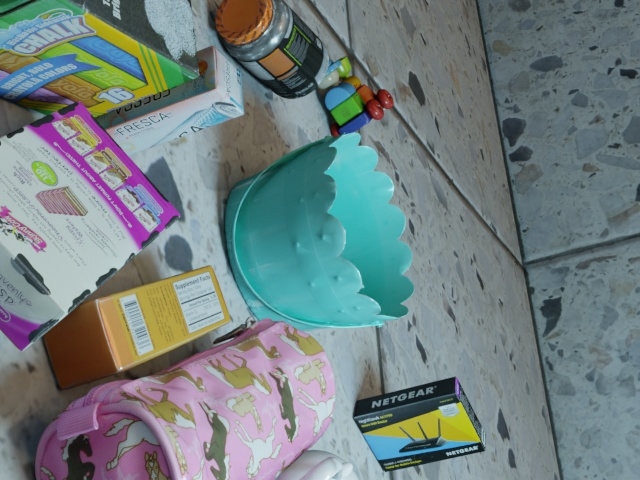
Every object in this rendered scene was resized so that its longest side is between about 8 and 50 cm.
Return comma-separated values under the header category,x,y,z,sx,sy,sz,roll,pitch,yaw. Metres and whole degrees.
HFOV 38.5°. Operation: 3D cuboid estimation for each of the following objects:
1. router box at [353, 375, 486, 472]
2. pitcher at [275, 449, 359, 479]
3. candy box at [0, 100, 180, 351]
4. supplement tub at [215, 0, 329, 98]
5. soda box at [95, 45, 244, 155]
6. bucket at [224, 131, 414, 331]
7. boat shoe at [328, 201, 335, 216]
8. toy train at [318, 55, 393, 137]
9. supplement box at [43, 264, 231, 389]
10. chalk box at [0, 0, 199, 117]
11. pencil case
category,x,y,z,sx,sy,sz,roll,pitch,yaw
router box,0.161,0.301,1.489,0.133,0.178,0.046,61,24,-26
pitcher,-0.012,0.307,1.096,0.125,0.178,0.207,52,19,17
candy box,-0.249,-0.023,0.850,0.159,0.071,0.233,49,26,-6
supplement tub,-0.076,-0.310,1.435,0.190,0.117,0.117,35,44,-57
soda box,-0.177,-0.147,1.006,0.063,0.183,0.058,37,43,-57
bucket,0.000,0.000,1.317,0.281,0.183,0.281,47,34,-46
boat shoe,0.002,-0.030,1.482,0.068,0.081,0.228,-39,118,-69
toy train,0.066,-0.297,1.791,0.143,0.105,0.248,55,26,-9
supplement box,-0.186,0.086,0.969,0.233,0.078,0.080,-13,84,-68
chalk box,-0.274,-0.251,0.867,0.289,0.179,0.180,22,56,-61
pencil case,-0.118,0.194,0.953,0.167,0.160,0.386,37,19,14
